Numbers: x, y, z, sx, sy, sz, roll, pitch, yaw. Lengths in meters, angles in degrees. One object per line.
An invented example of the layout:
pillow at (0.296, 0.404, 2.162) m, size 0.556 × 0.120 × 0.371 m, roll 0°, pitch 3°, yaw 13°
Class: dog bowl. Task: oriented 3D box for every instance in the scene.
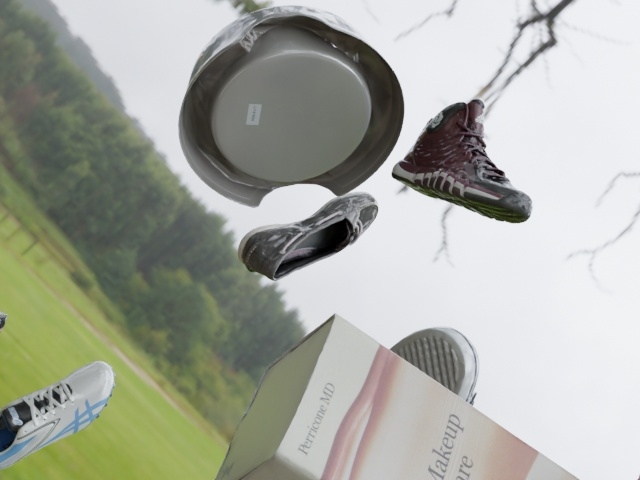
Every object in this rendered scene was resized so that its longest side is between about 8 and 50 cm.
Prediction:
dog bowl at (-0.050, -0.209, 1.718) m, size 0.349 × 0.349 × 0.102 m, roll 51°, pitch 16°, yaw -40°

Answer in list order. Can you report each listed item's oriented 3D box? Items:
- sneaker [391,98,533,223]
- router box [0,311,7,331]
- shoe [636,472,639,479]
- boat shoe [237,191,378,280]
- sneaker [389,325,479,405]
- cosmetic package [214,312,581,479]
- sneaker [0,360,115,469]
sneaker at (0.228, -0.132, 1.646) m, size 0.106 × 0.162 × 0.281 m, roll 27°, pitch -2°, yaw -39°
router box at (-0.552, 0.105, 1.674) m, size 0.122 × 0.038 × 0.092 m, roll 23°, pitch 0°, yaw 14°
shoe at (0.317, 0.194, 0.843) m, size 0.178 × 0.081 × 0.063 m, roll -15°, pitch -64°, yaw 49°
boat shoe at (0.000, 0.000, 2.070) m, size 0.095 × 0.335 × 0.112 m, roll 39°, pitch -46°, yaw 35°
sneaker at (0.131, 0.214, 1.447) m, size 0.126 × 0.127 × 0.321 m, roll 58°, pitch -43°, yaw 25°
cosmetic package at (0.077, 0.213, 0.905) m, size 0.296 × 0.153 × 0.129 m, roll 34°, pitch -41°, yaw -12°
sneaker at (-0.407, 0.254, 1.611) m, size 0.085 × 0.237 × 0.086 m, roll 54°, pitch -6°, yaw 25°
